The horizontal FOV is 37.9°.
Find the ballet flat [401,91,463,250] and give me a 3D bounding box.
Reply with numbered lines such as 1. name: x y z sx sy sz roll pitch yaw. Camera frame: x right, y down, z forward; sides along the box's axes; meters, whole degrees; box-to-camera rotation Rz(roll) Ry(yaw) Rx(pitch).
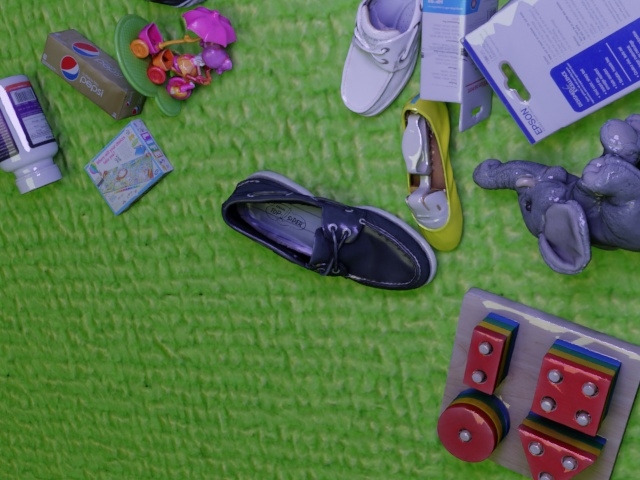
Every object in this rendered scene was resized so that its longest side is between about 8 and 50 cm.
1. ballet flat: 0.143 -0.086 1.266 0.077 0.077 0.230 3 111 31

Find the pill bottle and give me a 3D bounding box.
1. pill bottle: -0.529 -0.184 1.644 0.108 0.108 0.193 -16 99 36

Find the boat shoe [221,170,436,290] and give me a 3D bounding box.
1. boat shoe: 0.000 -0.004 1.369 0.340 0.113 0.127 29 122 20

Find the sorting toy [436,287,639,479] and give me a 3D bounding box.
1. sorting toy: 0.286 0.231 1.294 0.257 0.089 0.255 20 119 25

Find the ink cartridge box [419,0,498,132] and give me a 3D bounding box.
1. ink cartridge box: 0.173 -0.236 1.169 0.060 0.104 0.180 13 115 29

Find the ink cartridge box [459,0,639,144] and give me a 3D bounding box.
1. ink cartridge box: 0.339 -0.256 1.049 0.333 0.065 0.165 -28 106 32

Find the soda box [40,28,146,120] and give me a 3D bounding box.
1. soda box: -0.370 -0.273 1.533 0.181 0.061 0.058 37 124 15

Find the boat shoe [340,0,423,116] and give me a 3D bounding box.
1. boat shoe: 0.082 -0.279 1.215 0.098 0.096 0.277 34 124 17

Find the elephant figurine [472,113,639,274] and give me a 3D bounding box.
1. elephant figurine: 0.322 -0.039 1.144 0.169 0.186 0.239 22 146 -27

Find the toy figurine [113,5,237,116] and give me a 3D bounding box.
1. toy figurine: -0.195 -0.279 1.400 0.159 0.130 0.173 -12 124 26

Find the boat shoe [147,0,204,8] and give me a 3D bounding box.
1. boat shoe: -0.141 -0.432 1.284 0.121 0.119 0.335 51 127 5

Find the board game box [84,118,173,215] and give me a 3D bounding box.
1. board game box: -0.328 -0.123 1.589 0.154 0.026 0.103 -34 89 38
